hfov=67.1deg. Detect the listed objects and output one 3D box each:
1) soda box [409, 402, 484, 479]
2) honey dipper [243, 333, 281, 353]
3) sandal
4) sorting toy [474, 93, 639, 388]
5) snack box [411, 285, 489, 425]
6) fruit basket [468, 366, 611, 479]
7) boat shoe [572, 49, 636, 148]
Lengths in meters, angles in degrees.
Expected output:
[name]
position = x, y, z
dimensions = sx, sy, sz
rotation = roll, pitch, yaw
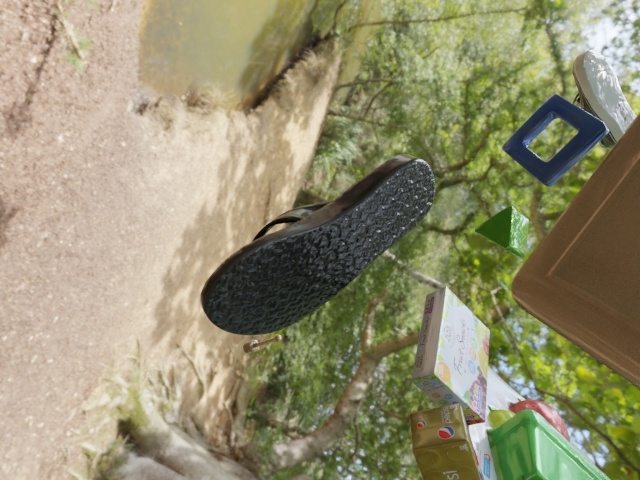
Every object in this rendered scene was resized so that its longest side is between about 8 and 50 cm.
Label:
[soda box]
position = 0.155, 0.277, 0.548
dimensions = 0.058, 0.061, 0.181
rotation = -73, 144, -67
[honey dipper]
position = -0.140, 0.247, 1.168
dimensions = 0.160, 0.030, 0.030
rotation = -31, -155, 49
[sandal]
position = 0.002, 0.001, 0.792
dimensions = 0.445, 0.107, 0.168
rotation = -32, 127, -23
[sorting toy]
position = 0.252, 0.008, 0.313
dimensions = 0.196, 0.047, 0.347
rotation = -58, -142, 9
[snack box]
position = 0.167, 0.141, 0.605
dimensions = 0.037, 0.100, 0.141
rotation = -33, -158, 39
[fruit basket]
position = 0.355, 0.367, 0.789
dimensions = 0.165, 0.327, 0.353
rotation = -49, 177, 15
[boat shoe]
position = 0.485, -0.236, 0.848
dimensions = 0.070, 0.219, 0.078
rotation = 4, -122, 56
